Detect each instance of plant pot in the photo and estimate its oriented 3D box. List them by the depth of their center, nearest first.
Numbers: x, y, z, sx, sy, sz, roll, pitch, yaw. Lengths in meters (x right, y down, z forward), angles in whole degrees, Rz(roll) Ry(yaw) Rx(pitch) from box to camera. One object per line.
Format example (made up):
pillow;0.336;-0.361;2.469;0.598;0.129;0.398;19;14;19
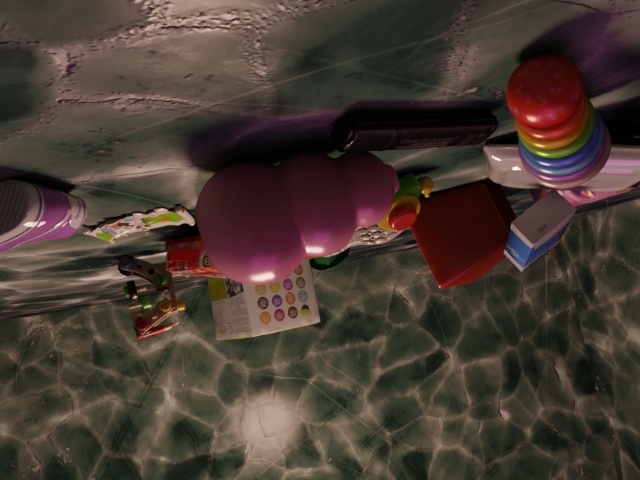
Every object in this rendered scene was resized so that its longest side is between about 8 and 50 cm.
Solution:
plant pot;0.445;-0.035;1.514;0.235;0.267;0.267;-33;162;32

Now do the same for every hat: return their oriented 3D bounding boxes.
hat;0.000;0.000;1.987;0.172;0.184;0.208;-7;-143;28

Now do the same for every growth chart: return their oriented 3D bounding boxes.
growth chart;-0.396;-0.035;1.125;0.237;0.021;0.172;-12;172;4

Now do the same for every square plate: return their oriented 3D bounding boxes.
square plate;0.534;-0.150;1.102;0.347;0.049;0.344;5;179;19

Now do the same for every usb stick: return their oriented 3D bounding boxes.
usb stick;0.149;-0.168;0.782;0.277;0.045;0.077;-7;165;-24

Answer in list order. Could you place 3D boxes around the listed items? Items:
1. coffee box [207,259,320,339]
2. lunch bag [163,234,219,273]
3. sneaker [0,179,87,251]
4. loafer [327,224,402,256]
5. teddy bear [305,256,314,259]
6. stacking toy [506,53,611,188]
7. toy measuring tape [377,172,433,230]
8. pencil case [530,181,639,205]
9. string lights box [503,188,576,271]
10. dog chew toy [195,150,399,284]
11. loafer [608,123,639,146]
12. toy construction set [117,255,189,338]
coffee box;-0.253;0.233;2.192;0.337;0.335;0.338;-5;171;-38
lunch bag;-0.293;0.047;1.388;0.258;0.120;0.293;8;171;-42
sneaker;-0.507;-0.014;0.817;0.282;0.102;0.161;-13;176;16
loafer;0.125;-0.038;1.615;0.319;0.112;0.111;-15;-153;26
teddy bear;-0.032;-0.046;1.330;0.245;0.113;0.338;-20;163;15
stacking toy;0.338;-0.170;0.744;0.141;0.141;0.330;-15;167;30
toy measuring tape;0.119;-0.049;1.195;0.330;0.121;0.121;-30;171;5
pencil case;0.728;-0.163;1.410;0.124;0.124;0.284;-7;171;-28
string lights box;0.554;-0.017;1.306;0.133;0.077;0.260;-39;157;0
dog chew toy;-0.031;-0.055;0.849;0.331;0.207;0.206;-19;173;-3
loafer;0.703;-0.215;1.116;0.302;0.095;0.109;5;-166;-10
toy construction set;-0.489;0.175;1.616;0.237;0.257;0.309;-15;140;-22
